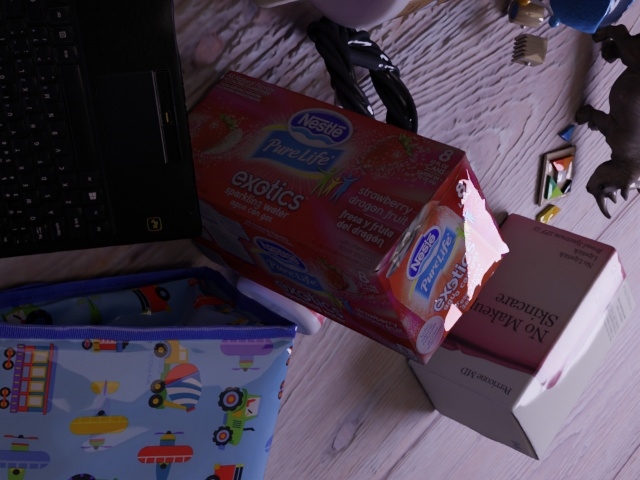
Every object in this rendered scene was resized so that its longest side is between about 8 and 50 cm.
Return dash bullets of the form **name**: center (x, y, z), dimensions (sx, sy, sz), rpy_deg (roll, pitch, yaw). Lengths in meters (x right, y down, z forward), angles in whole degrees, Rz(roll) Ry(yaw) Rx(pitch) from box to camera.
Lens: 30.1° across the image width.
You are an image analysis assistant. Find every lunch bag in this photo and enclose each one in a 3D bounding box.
- **lunch bag**: center (-0.187, 0.151, 0.920), dimensions (0.293, 0.138, 0.221), rpy_deg (-2, 112, -40)

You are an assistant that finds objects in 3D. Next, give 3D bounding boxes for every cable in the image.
- **cable**: center (0.039, -0.130, 1.057), dimensions (0.150, 0.047, 0.184), rpy_deg (60, 20, -4)

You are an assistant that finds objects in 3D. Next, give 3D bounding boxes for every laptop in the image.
- **laptop**: center (-0.217, -0.060, 0.748), dimensions (0.264, 0.136, 0.234), rpy_deg (-6, 121, -3)

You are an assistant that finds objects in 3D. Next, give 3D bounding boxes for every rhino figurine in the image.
- **rhino figurine**: center (0.372, -0.140, 1.454), dimensions (0.073, 0.106, 0.243), rpy_deg (-14, 118, -46)

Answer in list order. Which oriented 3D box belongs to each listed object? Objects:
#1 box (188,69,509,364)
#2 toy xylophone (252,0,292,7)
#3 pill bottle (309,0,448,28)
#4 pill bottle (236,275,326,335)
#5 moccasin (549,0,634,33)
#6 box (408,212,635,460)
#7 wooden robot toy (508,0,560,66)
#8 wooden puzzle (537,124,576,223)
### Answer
- **box**: center (0.002, -0.024, 0.939), dimensions (0.123, 0.257, 0.128), rpy_deg (-52, 139, -18)
- **toy xylophone**: center (-0.063, -0.251, 0.792), dimensions (0.322, 0.236, 0.081), rpy_deg (6, 76, -49)
- **pill bottle**: center (0.093, -0.271, 1.033), dimensions (0.229, 0.131, 0.131), rpy_deg (-26, 126, -41)
- **pill bottle**: center (0.000, 0.000, 1.088), dimensions (0.160, 0.087, 0.087), rpy_deg (-57, 141, -14)
- **moccasin**: center (0.331, -0.399, 1.284), dimensions (0.117, 0.137, 0.342), rpy_deg (-19, 136, -49)
- **box**: center (0.236, 0.107, 1.376), dimensions (0.232, 0.148, 0.127), rpy_deg (-53, 140, -19)
- **wooden robot toy**: center (0.211, -0.274, 1.249), dimensions (0.079, 0.076, 0.173), rpy_deg (8, 103, -16)
- **wooden puzzle**: center (0.293, -0.078, 1.466), dimensions (0.078, 0.014, 0.116), rpy_deg (-28, 127, -40)
